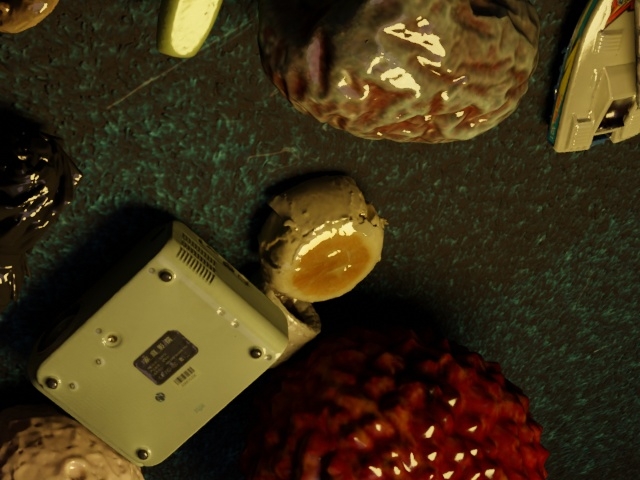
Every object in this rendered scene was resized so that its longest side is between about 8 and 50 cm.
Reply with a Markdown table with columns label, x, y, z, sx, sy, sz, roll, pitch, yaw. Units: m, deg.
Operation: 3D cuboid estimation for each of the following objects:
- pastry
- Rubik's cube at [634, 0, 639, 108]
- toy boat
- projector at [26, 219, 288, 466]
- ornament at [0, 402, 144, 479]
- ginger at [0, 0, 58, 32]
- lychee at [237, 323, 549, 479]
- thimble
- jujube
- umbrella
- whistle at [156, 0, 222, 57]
| label | x | y | z | sx | sy | sz | roll | pitch | yaw |
| --- | --- | --- | --- | --- | --- | --- | --- | --- | --- |
| pastry | 0.000 | 0.000 | 1.523 | 0.166 | 0.088 | 0.165 | -18 | 138 | -17 |
| Rubik's cube | 0.502 | -0.259 | 1.371 | 0.237 | 0.237 | 0.238 | -49 | 147 | -20 |
| toy boat | 0.353 | -0.231 | 1.479 | 0.129 | 0.088 | 0.295 | -13 | 138 | -18 |
| projector | -0.193 | 0.125 | 1.470 | 0.250 | 0.108 | 0.198 | -41 | 110 | 15 |
| ornament | -0.338 | 0.319 | 1.536 | 0.259 | 0.259 | 0.225 | 19 | 92 | -41 |
| ginger | -0.262 | -0.259 | 1.132 | 0.070 | 0.051 | 0.173 | -3 | 132 | -23 |
| lychee | 0.106 | 0.326 | 1.670 | 0.425 | 0.424 | 0.500 | -33 | 138 | 5 |
| thimble | -0.066 | 0.102 | 1.581 | 0.090 | 0.102 | 0.115 | -41 | 109 | 15 |
| jujube | 0.086 | -0.208 | 1.257 | 0.317 | 0.226 | 0.226 | 9 | 128 | -49 |
| umbrella | -0.356 | 0.015 | 1.338 | 0.118 | 0.118 | 0.340 | 3 | 140 | -32 |
| whistle | -0.095 | -0.297 | 1.143 | 0.131 | 0.106 | 0.288 | 0 | 131 | -32 |
